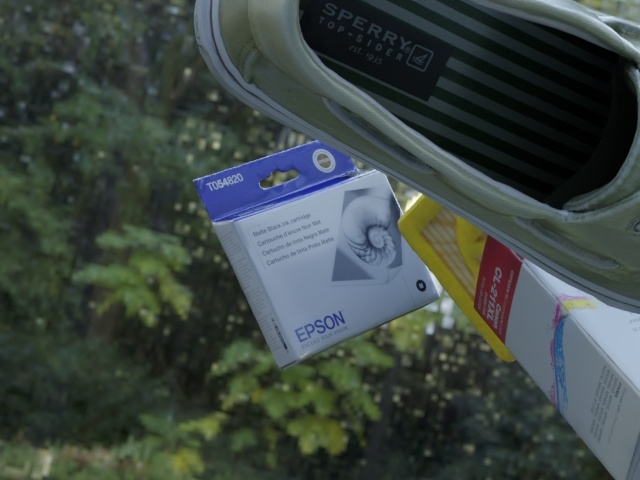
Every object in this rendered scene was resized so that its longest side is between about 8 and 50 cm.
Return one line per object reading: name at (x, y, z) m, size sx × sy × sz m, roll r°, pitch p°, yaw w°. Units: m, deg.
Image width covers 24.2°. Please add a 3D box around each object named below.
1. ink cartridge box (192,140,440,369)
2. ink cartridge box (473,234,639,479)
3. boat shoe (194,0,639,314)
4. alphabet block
ink cartridge box at (0.000, 0.000, 1.608) m, size 0.223 × 0.224 × 0.045 m, roll -22°, pitch -7°, yaw -39°
ink cartridge box at (0.192, 0.056, 0.896) m, size 0.127 × 0.072 × 0.175 m, roll -10°, pitch 40°, yaw -24°
boat shoe at (0.097, -0.031, 0.538) m, size 0.302 × 0.109 × 0.094 m, roll 17°, pitch 10°, yaw -20°
alphabet block at (0.237, -0.022, 1.538) m, size 0.197 × 0.193 × 0.192 m, roll -22°, pitch -21°, yaw -50°
